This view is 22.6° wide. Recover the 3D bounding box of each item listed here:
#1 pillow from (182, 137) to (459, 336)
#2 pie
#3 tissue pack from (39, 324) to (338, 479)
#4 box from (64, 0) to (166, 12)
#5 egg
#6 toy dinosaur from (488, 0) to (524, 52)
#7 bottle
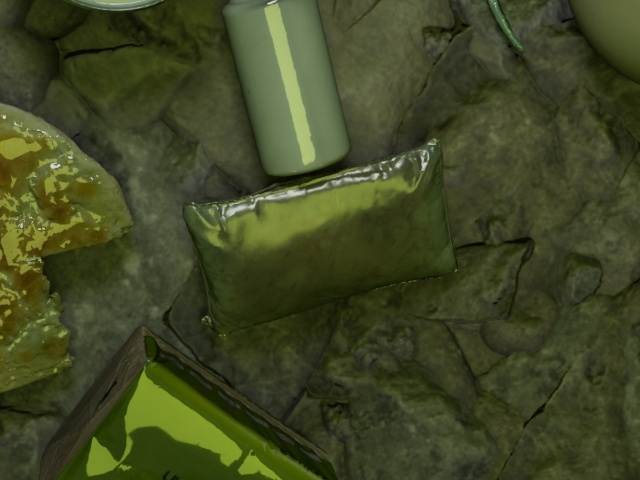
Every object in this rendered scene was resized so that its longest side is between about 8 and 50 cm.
[{"bbox_3d":[0.000,0.000,1.779,0.302,0.075,0.185,-15,126,-5],"label":"pillow"},{"bbox_3d":[-0.374,0.007,1.737,0.337,0.075,0.337,-2,105,-7],"label":"pie"},{"bbox_3d":[-0.145,0.261,1.788,0.274,0.167,0.200,36,97,-16],"label":"tissue pack"},{"bbox_3d":[-0.210,-0.350,1.630,0.226,0.149,0.226,-2,104,-7],"label":"box"},{"bbox_3d":[0.383,-0.253,1.724,0.241,0.186,0.186,23,100,-8],"label":"egg"},{"bbox_3d":[0.124,-0.371,1.712,0.129,0.076,0.383,-21,115,-23],"label":"toy dinosaur"},{"bbox_3d":[-0.042,-0.198,1.718,0.104,0.104,0.245,-16,106,-4],"label":"bottle"}]
